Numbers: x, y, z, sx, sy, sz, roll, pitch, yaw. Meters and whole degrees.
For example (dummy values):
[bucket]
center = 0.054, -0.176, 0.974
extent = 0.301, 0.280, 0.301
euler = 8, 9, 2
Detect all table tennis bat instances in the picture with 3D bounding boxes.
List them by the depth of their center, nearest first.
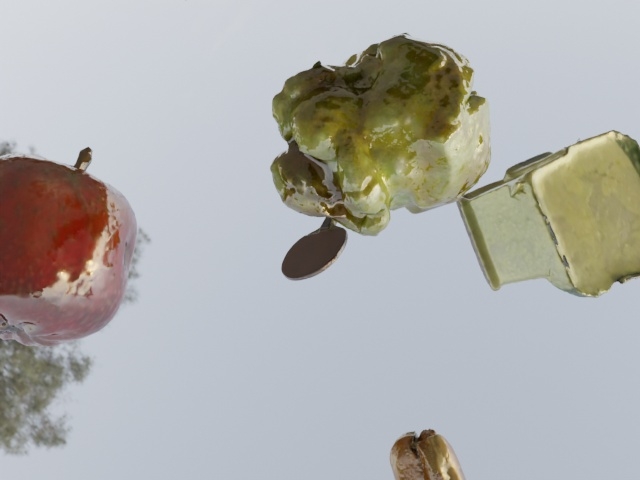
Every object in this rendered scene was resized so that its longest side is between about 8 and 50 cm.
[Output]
[table tennis bat]
center = 0.000, 0.000, 1.129
extent = 0.095, 0.014, 0.158
euler = -13, -146, 34

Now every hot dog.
[hot dog]
center = 0.146, 0.334, 1.006
extent = 0.092, 0.236, 0.062
euler = -2, -158, 32

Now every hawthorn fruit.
[hawthorn fruit]
center = -0.383, 0.006, 1.131
extent = 0.275, 0.275, 0.300
euler = 22, -96, 31

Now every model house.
[model house]
center = 0.415, -0.027, 1.500
extent = 0.321, 0.261, 0.266
euler = -24, -177, -34

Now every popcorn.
[popcorn]
center = 0.078, -0.128, 1.021
extent = 0.276, 0.226, 0.276
euler = -26, -176, 2
